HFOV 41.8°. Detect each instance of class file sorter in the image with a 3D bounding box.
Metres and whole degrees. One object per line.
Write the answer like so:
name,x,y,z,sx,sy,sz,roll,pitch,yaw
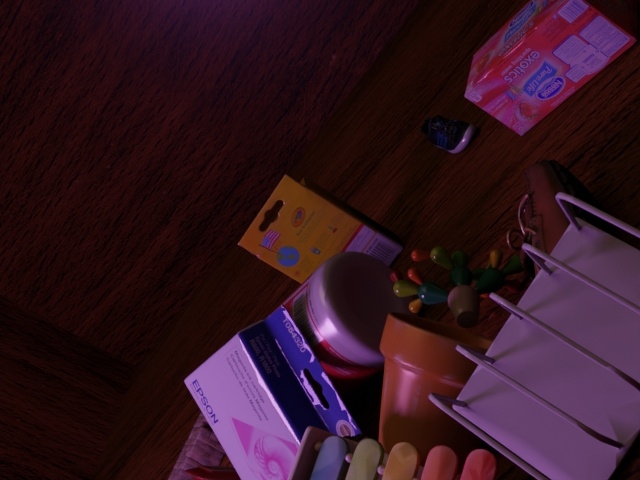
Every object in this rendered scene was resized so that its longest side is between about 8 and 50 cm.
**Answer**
file sorter,0.274,0.117,0.912,0.277,0.193,0.173,-58,-30,2

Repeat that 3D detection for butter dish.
butter dish,-0.211,0.561,1.840,0.160,0.160,0.118,161,115,-66

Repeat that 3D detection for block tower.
block tower,-0.289,0.516,2.226,0.097,0.091,0.335,-30,31,62

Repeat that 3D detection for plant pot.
plant pot,0.168,0.222,1.196,0.205,0.205,0.188,-156,83,-75

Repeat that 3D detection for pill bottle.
pill bottle,-0.010,0.217,1.668,0.408,0.229,0.229,-45,20,41

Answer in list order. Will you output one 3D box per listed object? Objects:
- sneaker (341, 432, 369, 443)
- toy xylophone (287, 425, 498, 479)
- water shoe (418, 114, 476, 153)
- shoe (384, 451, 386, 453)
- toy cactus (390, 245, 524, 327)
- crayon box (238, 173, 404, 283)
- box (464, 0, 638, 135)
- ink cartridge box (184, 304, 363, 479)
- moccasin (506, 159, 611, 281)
sneaker,0.040,0.363,1.315,0.271,0.100,0.108,51,-152,-69
toy xylophone,0.097,0.370,1.071,0.323,0.081,0.236,3,72,31
water shoe,0.286,-0.249,1.933,0.073,0.080,0.203,-60,15,-4
shoe,0.101,0.403,1.273,0.076,0.058,0.219,-48,18,34
toy cactus,0.222,0.081,1.336,0.180,0.219,0.112,-84,-10,-59
crayon box,0.000,0.000,1.888,0.202,0.318,0.081,-54,16,14
box,0.428,-0.359,1.569,0.300,0.154,0.142,-44,20,46
ink cartridge box,-0.091,0.331,1.571,0.071,0.324,0.330,-22,-15,-43
moccasin,0.337,0.017,1.178,0.147,0.139,0.380,-40,31,27
